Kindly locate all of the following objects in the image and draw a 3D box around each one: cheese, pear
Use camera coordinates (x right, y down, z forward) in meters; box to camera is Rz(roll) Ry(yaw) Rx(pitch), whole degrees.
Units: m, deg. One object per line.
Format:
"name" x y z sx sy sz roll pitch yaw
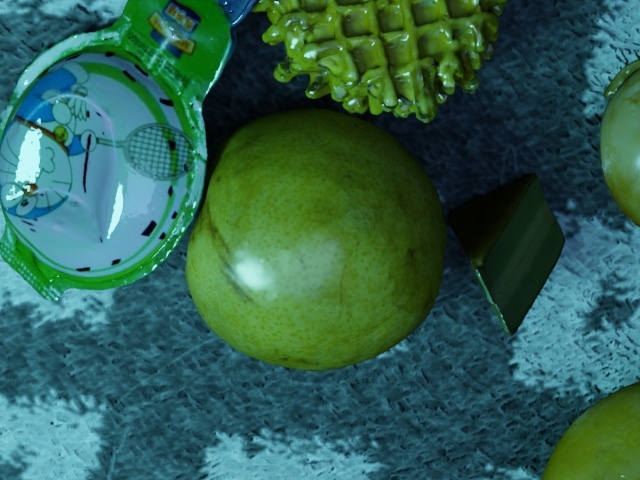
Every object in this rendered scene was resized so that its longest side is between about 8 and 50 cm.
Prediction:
"cheese" -0.151 -0.098 1.216 0.204 0.083 0.320 40 108 24
"pear" 0.000 0.000 1.228 0.208 0.209 0.209 -2 110 -5

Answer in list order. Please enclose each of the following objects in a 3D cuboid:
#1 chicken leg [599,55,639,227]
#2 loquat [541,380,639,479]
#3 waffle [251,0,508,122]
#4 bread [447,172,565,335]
"chicken leg" 0.418 -0.107 1.275 0.409 0.182 0.295 -40 119 -7
"loquat" 0.305 0.244 1.337 0.263 0.263 0.263 -2 110 -5
"waffle" 0.047 -0.189 1.210 0.193 0.070 0.197 22 74 2
"bread" 0.162 0.010 1.282 0.084 0.139 0.074 -25 108 4
